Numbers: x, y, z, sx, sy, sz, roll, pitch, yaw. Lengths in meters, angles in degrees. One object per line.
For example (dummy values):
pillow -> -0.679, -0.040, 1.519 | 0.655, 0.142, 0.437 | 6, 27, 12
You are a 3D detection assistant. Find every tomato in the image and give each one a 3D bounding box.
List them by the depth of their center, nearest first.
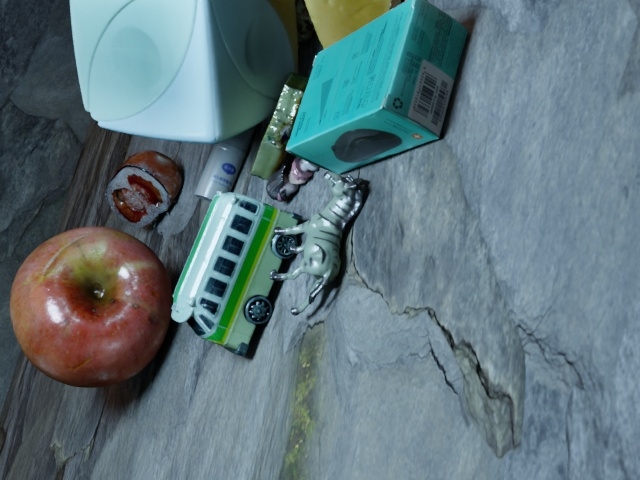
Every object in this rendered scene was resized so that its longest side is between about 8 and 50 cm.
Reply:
tomato -> -0.459, -0.156, 2.454 | 0.214, 0.181, 0.155 | -29, 25, 40

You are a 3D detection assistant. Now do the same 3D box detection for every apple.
apple -> -0.511, 0.154, 2.047 | 0.364, 0.364, 0.364 | -44, 33, 38

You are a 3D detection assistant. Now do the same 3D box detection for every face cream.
face cream -> -0.206, -0.205, 2.076 | 0.077, 0.077, 0.250 | 6, 74, 64

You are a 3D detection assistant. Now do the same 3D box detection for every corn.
corn -> -0.046, -0.468, 1.991 | 0.280, 0.092, 0.092 | -34, 40, 53

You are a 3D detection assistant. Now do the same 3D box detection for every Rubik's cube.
Rubik's cube -> -0.268, -0.416, 1.869 | 0.352, 0.351, 0.347 | -44, -41, -53

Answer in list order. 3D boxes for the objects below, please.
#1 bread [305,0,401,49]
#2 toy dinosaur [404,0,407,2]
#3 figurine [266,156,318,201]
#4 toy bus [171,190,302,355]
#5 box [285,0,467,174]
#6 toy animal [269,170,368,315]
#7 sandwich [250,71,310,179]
bread -> 0.095, -0.448, 1.713 | 0.211, 0.224, 0.184 | -6, 45, 14
toy dinosaur -> 0.146, -0.501, 1.585 | 0.286, 0.139, 0.070 | -64, 25, 5
figurine -> -0.056, -0.127, 1.749 | 0.129, 0.054, 0.072 | -42, 30, 36
toy bus -> -0.162, 0.054, 1.666 | 0.133, 0.164, 0.276 | 9, 76, 65
box -> 0.086, -0.242, 1.500 | 0.311, 0.118, 0.205 | -14, 53, 58
toy animal -> 0.004, 0.002, 1.506 | 0.176, 0.073, 0.217 | -25, 49, 34
sandwich -> -0.058, -0.256, 1.781 | 0.212, 0.063, 0.245 | 127, 162, -71
